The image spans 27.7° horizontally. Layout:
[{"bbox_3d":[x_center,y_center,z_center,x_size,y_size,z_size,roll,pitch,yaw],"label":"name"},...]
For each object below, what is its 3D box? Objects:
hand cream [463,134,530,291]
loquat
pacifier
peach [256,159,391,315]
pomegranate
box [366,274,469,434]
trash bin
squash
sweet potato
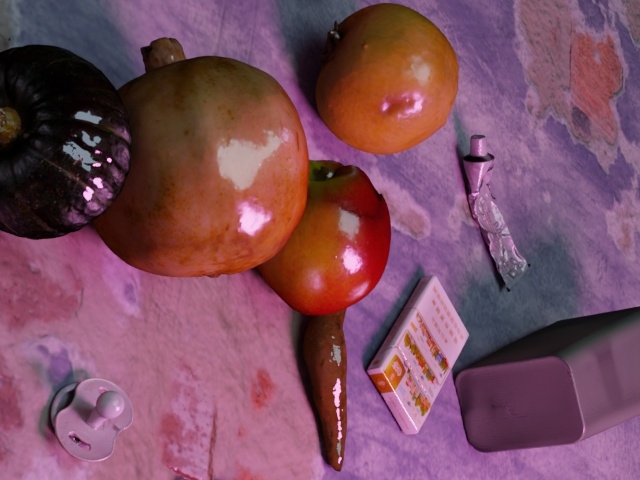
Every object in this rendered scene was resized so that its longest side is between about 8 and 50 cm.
[{"bbox_3d":[0.279,-0.049,2.102,0.084,0.050,0.256,-40,117,-49],"label":"hand cream"},{"bbox_3d":[0.088,-0.221,1.785,0.208,0.208,0.208,21,62,-48],"label":"loquat"},{"bbox_3d":[-0.230,0.175,1.332,0.081,0.078,0.099,39,47,-11],"label":"pacifier"},{"bbox_3d":[0.000,0.000,1.611,0.197,0.197,0.197,21,62,-48],"label":"peach"},{"bbox_3d":[-0.139,-0.092,1.399,0.229,0.252,0.270,-8,87,-33],"label":"pomegranate"},{"bbox_3d":[0.143,0.160,1.864,0.122,0.032,0.220,60,39,-21],"label":"box"},{"bbox_3d":[0.385,0.213,2.019,0.343,0.223,0.158,-10,87,-51],"label":"trash bin"},{"bbox_3d":[-0.275,-0.098,1.271,0.156,0.193,0.193,66,32,-49],"label":"squash"},{"bbox_3d":[0.009,0.171,1.667,0.069,0.060,0.249,17,70,-63],"label":"sweet potato"}]
